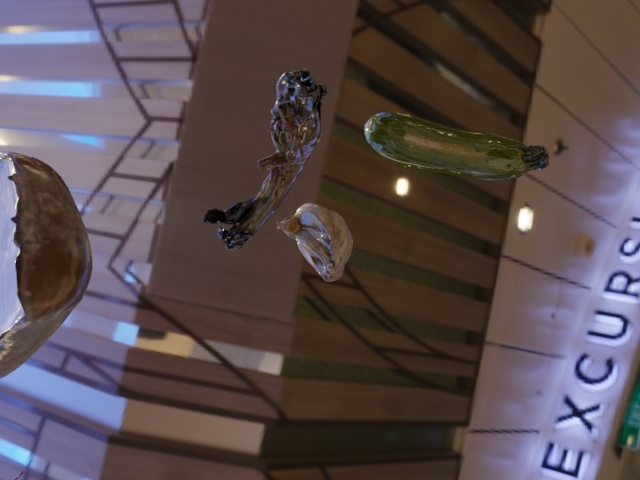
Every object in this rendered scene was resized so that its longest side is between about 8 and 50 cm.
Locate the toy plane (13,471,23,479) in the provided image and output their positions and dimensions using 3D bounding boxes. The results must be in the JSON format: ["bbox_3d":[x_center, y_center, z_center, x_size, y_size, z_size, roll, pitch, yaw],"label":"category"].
[{"bbox_3d":[-0.346,0.284,0.867,0.037,0.060,0.145,43,-126,-2],"label":"toy plane"}]

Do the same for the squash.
[{"bbox_3d":[0.132,-0.089,0.859,0.052,0.183,0.052,11,-90,-90],"label":"squash"}]

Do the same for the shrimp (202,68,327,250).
[{"bbox_3d":[-0.047,-0.066,0.766,0.152,0.046,0.219,-54,-5,-19],"label":"shrimp"}]

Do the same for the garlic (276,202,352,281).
[{"bbox_3d":[0.005,0.000,1.158,0.074,0.094,0.113,-41,-37,-18],"label":"garlic"}]

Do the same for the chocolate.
[{"bbox_3d":[-0.312,0.035,0.910,0.100,0.303,0.185,-3,-110,-36],"label":"chocolate"}]
